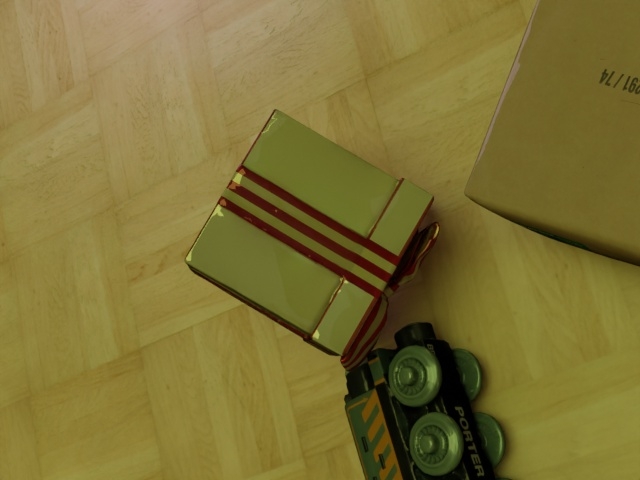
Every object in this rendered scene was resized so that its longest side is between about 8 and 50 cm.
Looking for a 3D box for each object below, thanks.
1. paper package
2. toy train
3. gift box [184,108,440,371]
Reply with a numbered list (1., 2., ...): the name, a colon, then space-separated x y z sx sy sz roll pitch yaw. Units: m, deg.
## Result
1. paper package: 0.370 -0.129 1.207 0.325 0.168 0.309 23 92 49
2. toy train: 0.131 0.276 1.345 0.190 0.142 0.333 -32 64 33
3. gift box: 0.000 0.000 1.383 0.258 0.276 0.255 31 88 1
